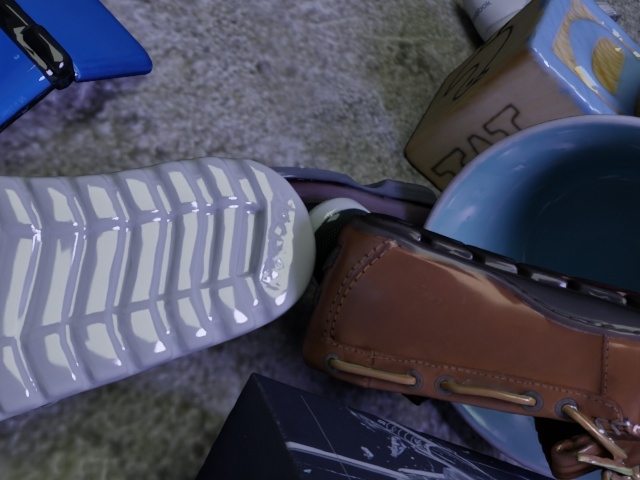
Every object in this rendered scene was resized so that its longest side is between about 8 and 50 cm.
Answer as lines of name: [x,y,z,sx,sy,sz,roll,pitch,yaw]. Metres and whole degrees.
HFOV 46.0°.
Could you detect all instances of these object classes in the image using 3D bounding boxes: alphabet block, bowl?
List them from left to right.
alphabet block: [0.247,-0.134,0.840,0.193,0.197,0.192,42,46,-8]
bowl: [0.253,0.043,0.666,0.311,0.312,0.163,58,30,7]

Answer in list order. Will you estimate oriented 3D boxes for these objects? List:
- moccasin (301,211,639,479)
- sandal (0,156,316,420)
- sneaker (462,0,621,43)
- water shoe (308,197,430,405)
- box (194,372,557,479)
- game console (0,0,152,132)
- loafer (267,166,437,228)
moccasin: [0.175,0.102,0.506,0.380,0.146,0.139,17,7,-2]
sandal: [-0.203,0.036,0.477,0.417,0.102,0.169,-3,80,-23]
sneaker: [0.324,-0.328,1.081,0.297,0.111,0.129,-13,66,-41]
water shoe: [0.052,0.050,0.604,0.073,0.080,0.203,-39,128,-11]
box: [0.096,0.259,0.380,0.313,0.178,0.343,23,8,-23]
game console: [-0.316,-0.188,0.578,0.250,0.173,0.293,-44,93,-12]
loafer: [0.000,0.000,0.645,0.303,0.109,0.095,0,68,-40]
